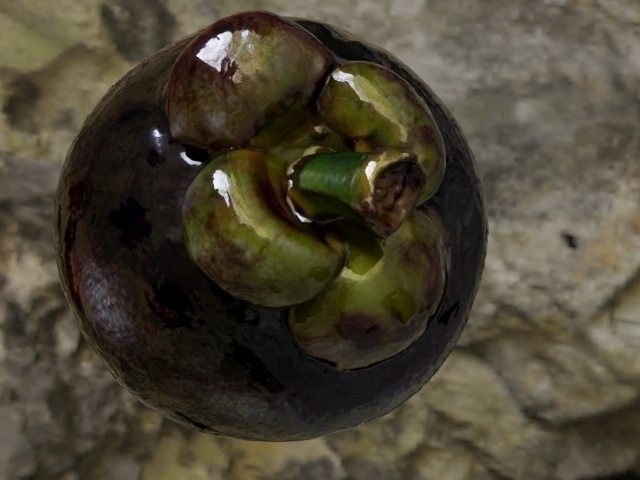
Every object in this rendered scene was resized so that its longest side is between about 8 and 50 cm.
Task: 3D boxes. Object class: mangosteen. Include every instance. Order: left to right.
[{"bbox_3d":[-0.038,-0.021,1.000,0.313,0.297,0.297,64,-139,-51],"label":"mangosteen"}]
